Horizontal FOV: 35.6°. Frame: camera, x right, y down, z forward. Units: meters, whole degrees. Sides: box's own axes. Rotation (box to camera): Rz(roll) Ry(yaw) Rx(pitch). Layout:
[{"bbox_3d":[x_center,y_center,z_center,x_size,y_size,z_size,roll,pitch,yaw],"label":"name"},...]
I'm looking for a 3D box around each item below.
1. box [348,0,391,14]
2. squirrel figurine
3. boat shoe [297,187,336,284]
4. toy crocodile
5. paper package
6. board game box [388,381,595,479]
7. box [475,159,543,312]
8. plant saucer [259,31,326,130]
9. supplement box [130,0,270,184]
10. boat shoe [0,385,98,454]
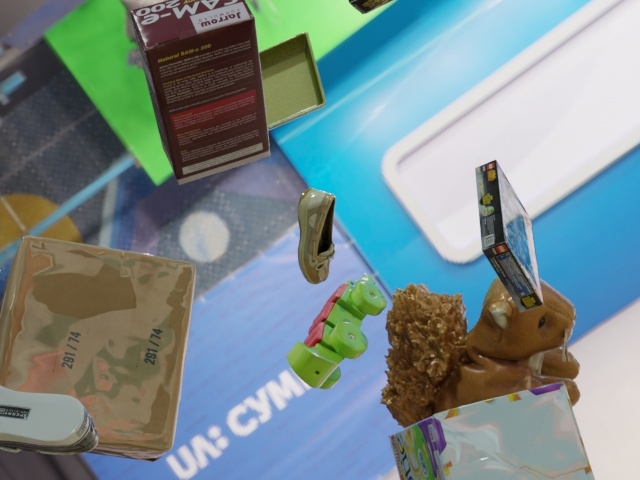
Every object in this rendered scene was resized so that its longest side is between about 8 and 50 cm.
[{"bbox_3d":[0.124,-0.448,1.422,0.220,0.175,0.051,-22,-20,25],"label":"box"},{"bbox_3d":[0.296,0.215,1.880,0.281,0.397,0.370,-56,-26,-50],"label":"squirrel figurine"},{"bbox_3d":[0.001,-0.001,1.415,0.048,0.153,0.056,14,31,26],"label":"boat shoe"},{"bbox_3d":[0.030,0.151,1.748,0.115,0.105,0.340,-51,3,32],"label":"toy crocodile"},{"bbox_3d":[-0.378,0.185,1.641,0.310,0.324,0.168,11,-21,-19],"label":"paper package"},{"bbox_3d":[0.178,0.254,1.090,0.144,0.142,0.275,-12,-14,-9],"label":"board game box"},{"bbox_3d":[0.192,-0.006,1.019,0.027,0.094,0.137,-22,35,22],"label":"box"},{"bbox_3d":[-0.083,-0.314,2.069,0.188,0.188,0.045,-21,-26,16],"label":"plant saucer"},{"bbox_3d":[-0.139,-0.183,1.202,0.130,0.073,0.239,-19,-33,-11],"label":"supplement box"},{"bbox_3d":[-0.367,0.212,1.169,0.070,0.219,0.077,76,-152,-53],"label":"boat shoe"}]
